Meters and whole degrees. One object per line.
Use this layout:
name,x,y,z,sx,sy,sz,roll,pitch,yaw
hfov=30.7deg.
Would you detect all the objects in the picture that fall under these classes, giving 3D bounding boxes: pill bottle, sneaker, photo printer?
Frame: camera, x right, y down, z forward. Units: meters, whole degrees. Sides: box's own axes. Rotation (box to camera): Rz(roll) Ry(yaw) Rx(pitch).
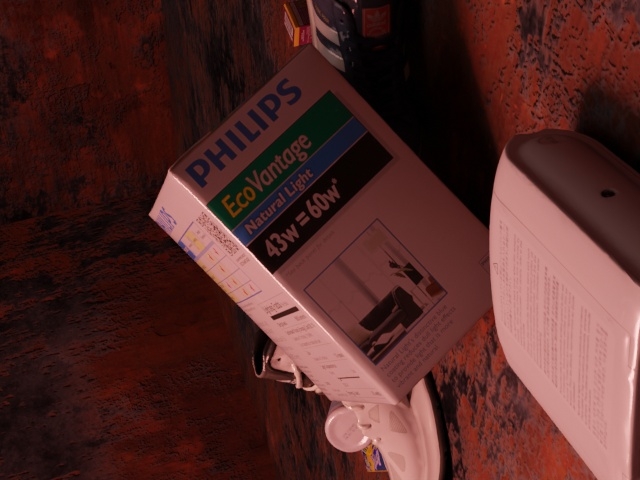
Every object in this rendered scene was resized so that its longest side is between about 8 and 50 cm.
pill bottle,0.060,0.299,2.051,0.160,0.087,0.087,-66,-33,-71
sneaker,0.059,-0.249,1.465,0.148,0.131,0.350,172,81,-74
sneaker,0.031,0.220,1.784,0.169,0.258,0.447,-155,52,-74
photo printer,0.244,0.057,1.027,0.307,0.107,0.256,-123,23,-57

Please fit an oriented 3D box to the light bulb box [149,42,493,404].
light bulb box,0.000,0.000,1.435,0.361,0.225,0.358,46,167,-3

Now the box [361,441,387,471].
box,0.117,0.368,2.023,0.169,0.059,0.054,129,124,-75

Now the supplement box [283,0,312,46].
supplement box,-0.009,-0.335,1.764,0.043,0.083,0.055,95,158,-57
